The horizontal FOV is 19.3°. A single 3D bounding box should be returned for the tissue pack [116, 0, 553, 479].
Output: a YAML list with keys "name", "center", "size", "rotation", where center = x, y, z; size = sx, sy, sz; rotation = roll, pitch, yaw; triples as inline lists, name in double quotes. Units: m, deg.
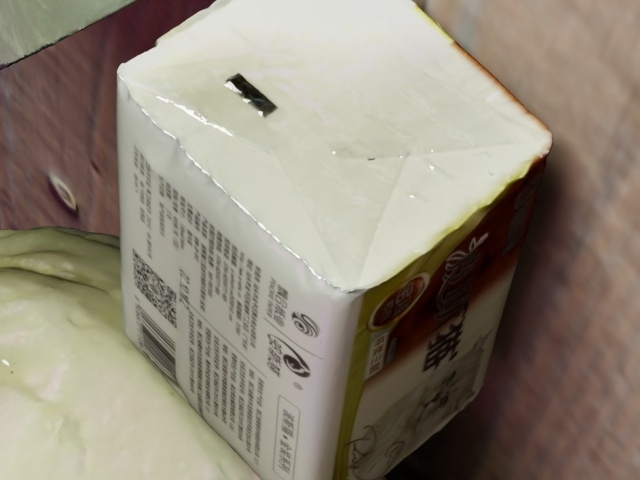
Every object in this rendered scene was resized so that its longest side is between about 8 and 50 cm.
- name: "tissue pack"
  center: [0.001, 0.000, 0.598]
  size: [0.106, 0.099, 0.149]
  rotation: [44, 154, 20]

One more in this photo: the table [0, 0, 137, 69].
- name: "table"
  center: [-0.119, -0.169, 0.574]
  size: [0.220, 0.126, 0.126]
  rotation: [61, 156, -13]

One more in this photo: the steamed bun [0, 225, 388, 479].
- name: "steamed bun"
  center: [-0.064, 0.107, 0.763]
  size: [0.280, 0.207, 0.268]
  rotation: [33, 161, -17]
